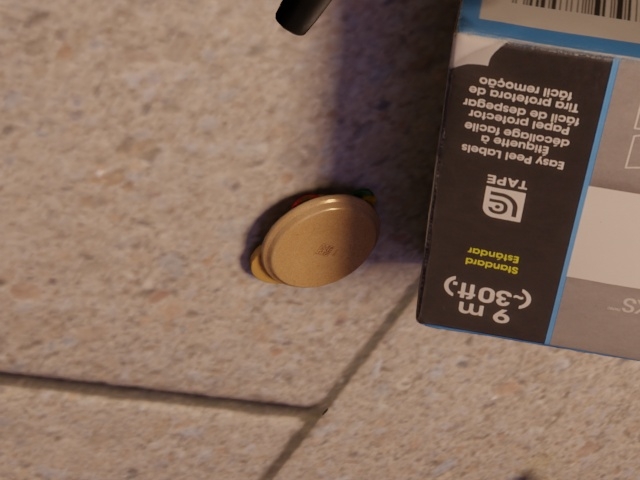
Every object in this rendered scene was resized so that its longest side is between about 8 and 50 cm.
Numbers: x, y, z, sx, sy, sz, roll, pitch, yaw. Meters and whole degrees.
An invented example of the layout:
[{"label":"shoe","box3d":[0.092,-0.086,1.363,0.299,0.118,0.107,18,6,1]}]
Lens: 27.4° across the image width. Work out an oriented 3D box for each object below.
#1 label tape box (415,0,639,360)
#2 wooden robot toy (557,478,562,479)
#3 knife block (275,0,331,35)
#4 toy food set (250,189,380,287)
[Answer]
[{"label":"label tape box","box3d":[0.186,-0.002,0.790,0.240,0.106,0.334,9,135,6]},{"label":"wooden robot toy","box3d":[0.223,0.250,1.197,0.079,0.076,0.173,-51,146,-25]},{"label":"knife block","box3d":[0.033,-0.217,0.575,0.275,0.088,0.242,-21,140,-4]},{"label":"toy food set","box3d":[0.000,0.000,0.839,0.082,0.020,0.083,1,133,-27]}]
